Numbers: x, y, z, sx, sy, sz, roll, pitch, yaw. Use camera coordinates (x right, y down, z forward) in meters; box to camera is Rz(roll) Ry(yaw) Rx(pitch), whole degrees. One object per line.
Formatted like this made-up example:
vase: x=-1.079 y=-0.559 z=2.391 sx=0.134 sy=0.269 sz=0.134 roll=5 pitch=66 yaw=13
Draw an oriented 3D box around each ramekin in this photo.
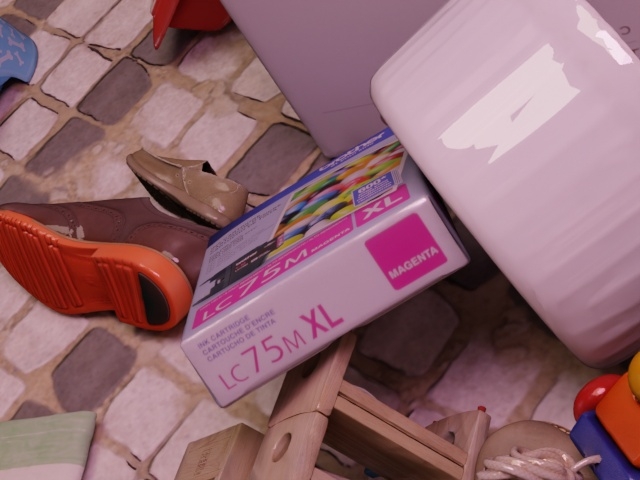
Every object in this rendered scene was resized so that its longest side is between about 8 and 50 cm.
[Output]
ramekin: x=0.155 y=-0.048 z=0.848 sx=0.135 sy=0.277 sz=0.277 roll=-39 pitch=43 yaw=8

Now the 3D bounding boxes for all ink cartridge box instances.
ink cartridge box: x=0.000 y=0.000 z=0.944 sx=0.186 sy=0.065 sz=0.311 roll=-31 pitch=11 yaw=7

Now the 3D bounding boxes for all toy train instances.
toy train: x=0.191 y=0.082 z=0.727 sx=0.248 sy=0.143 sz=0.105 roll=-5 pitch=35 yaw=-20

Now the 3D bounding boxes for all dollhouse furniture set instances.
dollhouse furniture set: x=0.000 y=0.161 z=0.893 sx=0.184 sy=0.129 sz=0.129 roll=-29 pitch=34 yaw=52

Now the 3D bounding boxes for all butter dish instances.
butter dish: x=-0.099 y=-0.282 z=1.314 sx=0.160 sy=0.118 sz=0.160 roll=121 pitch=158 yaw=-46

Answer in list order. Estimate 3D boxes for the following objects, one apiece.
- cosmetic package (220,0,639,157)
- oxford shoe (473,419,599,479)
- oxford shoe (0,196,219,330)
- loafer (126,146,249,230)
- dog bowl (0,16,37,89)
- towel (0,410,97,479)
cosmetic package: x=0.085 y=-0.335 z=1.036 sx=0.330 sy=0.393 sz=0.327 roll=-11 pitch=49 yaw=24
oxford shoe: x=0.162 y=0.221 z=0.706 sx=0.123 sy=0.130 sz=0.348 roll=-30 pitch=46 yaw=6
oxford shoe: x=-0.196 y=0.007 z=1.155 sx=0.271 sy=0.096 sz=0.098 roll=16 pitch=44 yaw=35
loafer: x=-0.117 y=-0.049 z=1.167 sx=0.148 sy=0.056 sz=0.050 roll=32 pitch=74 yaw=34
dog bowl: x=-0.420 y=-0.143 z=1.414 sx=0.166 sy=0.074 sz=0.297 roll=-7 pitch=50 yaw=27
towel: x=-0.311 y=0.292 z=1.010 sx=0.248 sy=0.038 sz=0.324 roll=-11 pitch=47 yaw=22
